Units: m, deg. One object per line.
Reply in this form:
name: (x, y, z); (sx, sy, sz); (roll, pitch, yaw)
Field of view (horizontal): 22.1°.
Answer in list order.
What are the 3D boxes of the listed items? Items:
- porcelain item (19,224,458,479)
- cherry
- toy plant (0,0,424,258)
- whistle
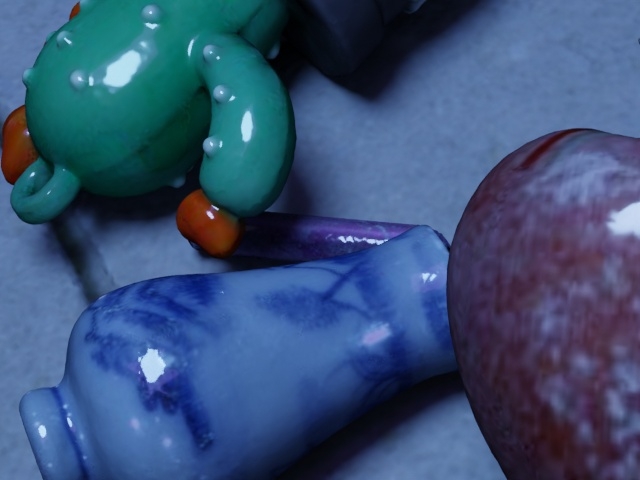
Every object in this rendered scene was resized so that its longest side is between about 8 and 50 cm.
porcelain item: (-0.041, 0.076, 0.940); (0.259, 0.141, 0.141); (-19, 55, -10)
cherry: (0.187, 0.034, 0.859); (0.236, 0.213, 0.285); (-9, 80, 25)
toy plant: (-0.049, -0.155, 1.056); (0.400, 0.185, 0.279); (-40, 63, -5)
whistle: (0.000, 0.000, 1.031); (0.177, 0.033, 0.033); (6, 60, 17)
